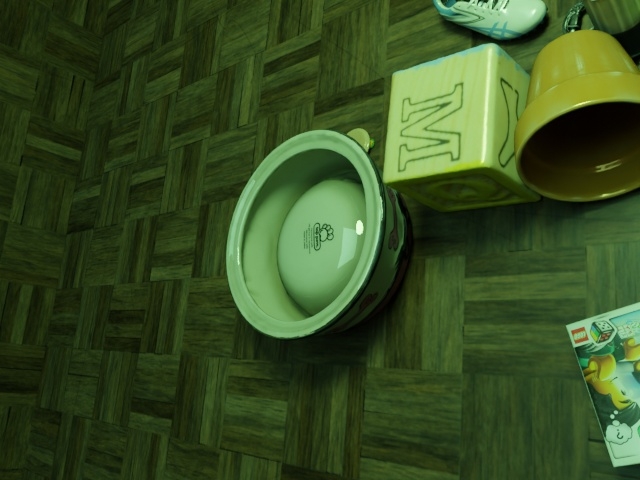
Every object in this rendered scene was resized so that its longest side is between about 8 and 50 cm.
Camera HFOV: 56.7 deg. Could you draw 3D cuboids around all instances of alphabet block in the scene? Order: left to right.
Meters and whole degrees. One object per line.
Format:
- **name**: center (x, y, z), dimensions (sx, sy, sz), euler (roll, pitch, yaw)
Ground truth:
- **alphabet block**: center (0.236, -0.170, 0.967), dimensions (0.194, 0.193, 0.197), euler (-6, 72, 44)

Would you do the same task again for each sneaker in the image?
- **sneaker**: center (0.293, -0.422, 1.064), dimensions (0.237, 0.086, 0.085), euler (34, 100, 42)

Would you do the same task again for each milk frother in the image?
- **milk frother**: center (0.415, -0.354, 0.889), dimensions (0.143, 0.135, 0.129), euler (-6, 60, 40)

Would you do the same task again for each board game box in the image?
- **board game box**: center (0.484, 0.152, 0.726), dimensions (0.305, 0.053, 0.192), euler (-28, 60, 34)

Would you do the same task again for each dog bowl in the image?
- **dog bowl**: center (0.000, 0.000, 1.164), dimensions (0.408, 0.150, 0.407), euler (-16, 66, 39)

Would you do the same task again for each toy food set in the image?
- **toy food set**: center (0.073, -0.194, 1.245), dimensions (0.083, 0.020, 0.082), euler (-55, 48, 16)

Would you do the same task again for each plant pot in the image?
- **plant pot**: center (0.378, -0.190, 0.849), dimensions (0.205, 0.205, 0.187), euler (-24, 47, 37)
